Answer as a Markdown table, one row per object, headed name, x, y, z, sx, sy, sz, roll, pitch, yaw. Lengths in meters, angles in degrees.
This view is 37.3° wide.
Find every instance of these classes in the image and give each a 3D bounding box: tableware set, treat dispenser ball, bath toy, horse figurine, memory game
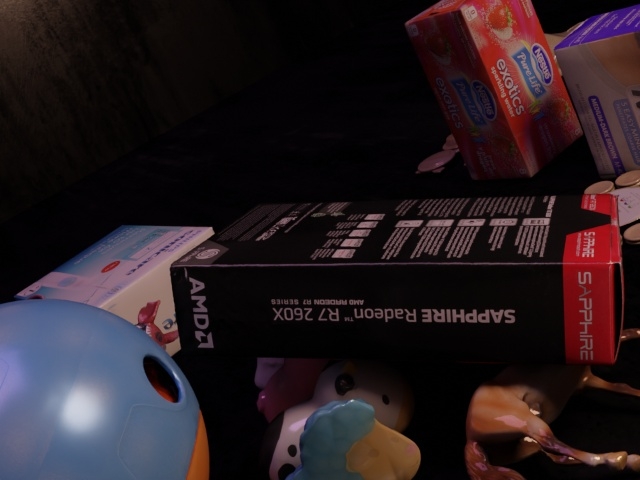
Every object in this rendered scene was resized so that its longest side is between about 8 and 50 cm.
| name | x | y | z | sx | sy | sz | roll | pitch | yaw |
| --- | --- | --- | --- | --- | --- | --- | --- | --- | --- |
| tableware set | 0.235 | -0.151 | 1.505 | 0.141 | 0.020 | 0.168 | -12 | 25 | 39 |
| treat dispenser ball | -0.238 | 0.194 | 0.806 | 0.288 | 0.288 | 0.288 | -23 | 19 | 9 |
| bath toy | -0.004 | 0.135 | 0.905 | 0.151 | 0.129 | 0.348 | -27 | 18 | -2 |
| horse figurine | 0.190 | 0.132 | 0.762 | 0.174 | 0.066 | 0.263 | 1 | 29 | 39 |
| memory game | 0.340 | -0.033 | 1.077 | 0.186 | 0.012 | 0.186 | -23 | 20 | 9 |

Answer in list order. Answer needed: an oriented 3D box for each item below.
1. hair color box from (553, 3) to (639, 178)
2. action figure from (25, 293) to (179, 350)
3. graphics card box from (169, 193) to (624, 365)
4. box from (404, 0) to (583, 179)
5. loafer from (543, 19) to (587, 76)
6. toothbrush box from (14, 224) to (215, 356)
| name | x | y | z | sx | sy | sz | roll | pitch | yaw |
| --- | --- | --- | --- | --- | --- | --- | --- | --- | --- |
| hair color box | 0.454 | -0.185 | 1.063 | 0.339 | 0.185 | 0.110 | -5 | 28 | 47 |
| action figure | -0.319 | 0.202 | 1.123 | 0.370 | 0.248 | 0.276 | -31 | -7 | -10 |
| graphics card box | 0.079 | 0.028 | 0.859 | 0.371 | 0.094 | 0.233 | 0 | 16 | 16 |
| box | 0.243 | -0.224 | 1.319 | 0.128 | 0.256 | 0.123 | -37 | 20 | -28 |
| loafer | 0.391 | -0.324 | 1.642 | 0.268 | 0.092 | 0.102 | -34 | 21 | -22 |
| toothbrush box | -0.284 | 0.084 | 1.396 | 0.216 | 0.126 | 0.295 | -37 | 23 | -29 |
